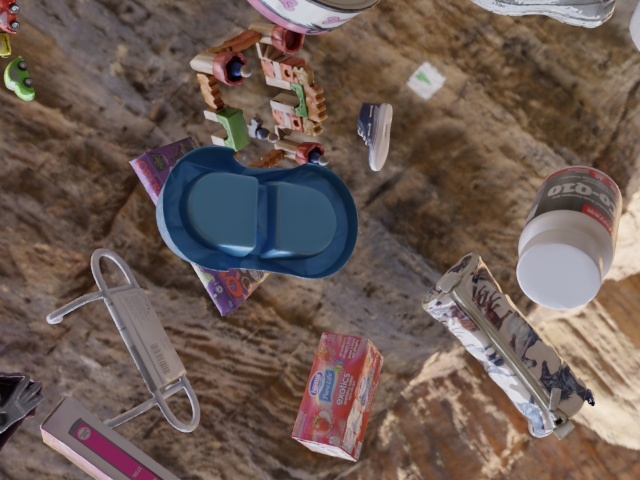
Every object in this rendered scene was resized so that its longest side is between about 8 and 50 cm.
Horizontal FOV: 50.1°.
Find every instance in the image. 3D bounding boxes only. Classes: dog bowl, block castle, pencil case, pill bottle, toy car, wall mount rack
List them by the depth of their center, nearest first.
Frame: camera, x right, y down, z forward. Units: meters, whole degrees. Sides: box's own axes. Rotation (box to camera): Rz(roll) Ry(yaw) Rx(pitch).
[{"bbox_3d":[-0.088,-0.031,0.953,0.297,0.074,0.165,7,-100,-31],"label":"dog bowl"},{"bbox_3d":[-0.332,0.190,1.230,0.350,0.131,0.304,62,-169,4],"label":"wall mount rack"},{"bbox_3d":[0.452,-0.009,1.243,0.161,0.161,0.283,45,-141,-4],"label":"pill bottle"},{"bbox_3d":[0.382,0.216,1.427,0.410,0.160,0.183,49,-178,-4],"label":"pencil case"},{"bbox_3d":[-0.715,-0.425,1.568,0.053,0.239,0.224,-18,-94,-35],"label":"toy car"},{"bbox_3d":[-0.045,-0.676,1.641,0.408,0.150,0.407,16,-121,-29],"label":"dog bowl"},{"bbox_3d":[-0.143,-0.351,1.898,0.213,0.303,0.453,23,138,37],"label":"block castle"}]

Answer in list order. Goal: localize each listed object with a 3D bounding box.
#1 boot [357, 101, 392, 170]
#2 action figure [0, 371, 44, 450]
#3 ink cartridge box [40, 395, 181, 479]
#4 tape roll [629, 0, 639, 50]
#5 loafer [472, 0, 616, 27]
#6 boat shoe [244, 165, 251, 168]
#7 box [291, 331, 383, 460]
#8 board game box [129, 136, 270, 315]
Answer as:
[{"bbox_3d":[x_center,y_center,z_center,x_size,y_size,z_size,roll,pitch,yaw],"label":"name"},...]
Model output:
[{"bbox_3d":[0.145,-0.294,1.931,0.086,0.189,0.069,12,-176,30],"label":"boot"},{"bbox_3d":[-0.550,0.212,0.893,0.248,0.370,0.275,51,-129,-53],"label":"action figure"},{"bbox_3d":[-0.268,0.386,1.070,0.371,0.176,0.069,35,-120,-3],"label":"ink cartridge box"},{"bbox_3d":[0.802,-0.397,1.301,0.072,0.392,0.392,90,161,-45],"label":"tape roll"},{"bbox_3d":[0.456,-0.532,1.435,0.320,0.112,0.111,19,142,29],"label":"loafer"},{"bbox_3d":[-0.303,-0.156,1.771,0.109,0.302,0.098,-52,-54,-48],"label":"boat shoe"},{"bbox_3d":[0.044,0.353,1.564,0.128,0.123,0.256,54,-133,-53],"label":"box"},{"bbox_3d":[-0.235,-0.038,1.404,0.346,0.056,0.208,60,-155,-9],"label":"board game box"}]
